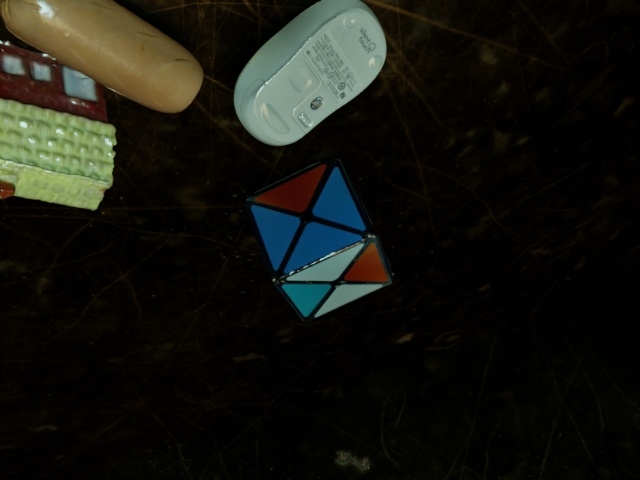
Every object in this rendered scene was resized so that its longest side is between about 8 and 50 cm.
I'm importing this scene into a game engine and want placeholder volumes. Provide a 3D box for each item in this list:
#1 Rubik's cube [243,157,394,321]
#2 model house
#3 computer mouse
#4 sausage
[{"bbox_3d":[0.000,0.000,1.406,0.247,0.248,0.250,-24,147,3],"label":"Rubik's cube"},{"bbox_3d":[-0.433,-0.152,0.946,0.196,0.253,0.160,12,136,-39],"label":"model house"},{"bbox_3d":[-0.025,-0.301,1.097,0.297,0.121,0.184,-45,131,5],"label":"computer mouse"},{"bbox_3d":[-0.321,-0.297,0.927,0.121,0.121,0.304,-39,143,23],"label":"sausage"}]
